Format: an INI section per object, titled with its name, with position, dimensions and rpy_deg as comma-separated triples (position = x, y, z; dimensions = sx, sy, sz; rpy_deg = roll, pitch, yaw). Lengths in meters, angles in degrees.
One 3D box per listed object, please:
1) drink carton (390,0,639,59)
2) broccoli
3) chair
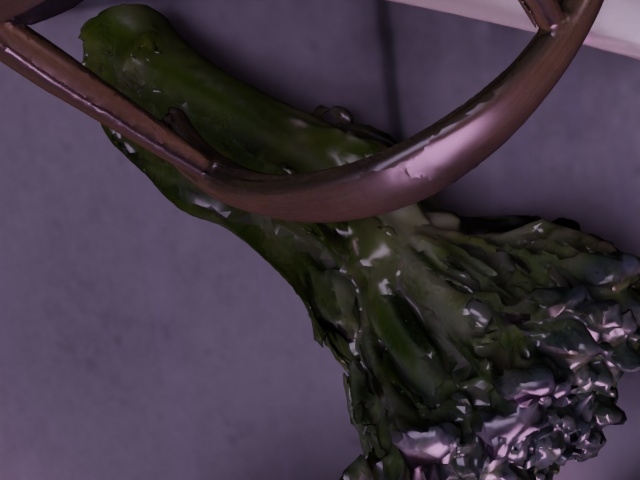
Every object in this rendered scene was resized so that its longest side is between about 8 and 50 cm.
[drink carton]
position = 0.093, -0.176, 0.441
dimensions = 0.325, 0.132, 0.194
rpy_deg = 16, 109, 14
[broccoli]
position = 0.000, -0.004, 0.526
dimensions = 0.304, 0.145, 0.165
rpy_deg = 41, 109, 20
[chair]
position = -0.042, -0.140, 0.347
dimensions = 0.188, 0.272, 0.166
rpy_deg = -21, 51, 23
